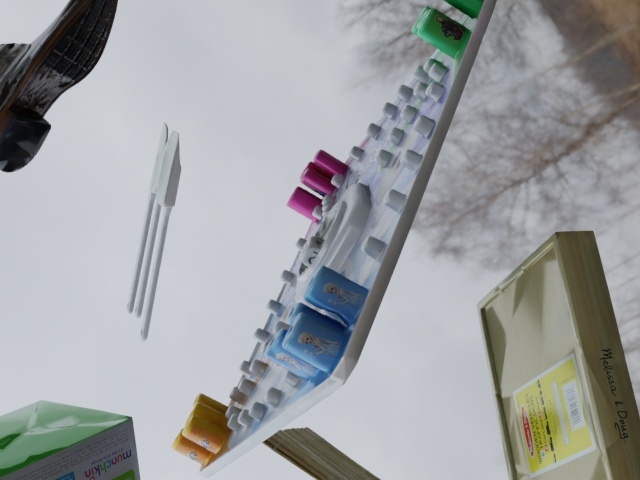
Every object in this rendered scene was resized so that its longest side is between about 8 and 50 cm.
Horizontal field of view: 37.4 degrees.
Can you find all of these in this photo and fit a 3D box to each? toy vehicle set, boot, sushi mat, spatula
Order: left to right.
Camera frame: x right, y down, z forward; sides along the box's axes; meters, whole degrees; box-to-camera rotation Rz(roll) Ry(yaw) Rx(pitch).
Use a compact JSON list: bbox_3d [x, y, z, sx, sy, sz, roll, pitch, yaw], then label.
[{"bbox_3d":[-0.299,-0.188,0.960,0.106,0.219,0.082,35,-177,20],"label":"boot"},{"bbox_3d":[-0.197,-0.013,1.104,0.019,0.242,0.168,10,-172,-21],"label":"spatula"},{"bbox_3d":[0.085,0.290,1.008,0.316,0.019,0.151,31,180,20],"label":"sushi mat"},{"bbox_3d":[0.197,0.146,0.772,0.166,0.035,0.267,121,145,-63],"label":"toy vehicle set"}]

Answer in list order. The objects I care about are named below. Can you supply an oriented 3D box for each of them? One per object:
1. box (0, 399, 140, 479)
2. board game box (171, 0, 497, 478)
[{"bbox_3d":[-0.255,0.273,0.697,0.262,0.126,0.231,-19,-73,-51],"label":"box"},{"bbox_3d":[0.000,0.000,0.871,0.050,0.390,0.390,28,-120,-8],"label":"board game box"}]
